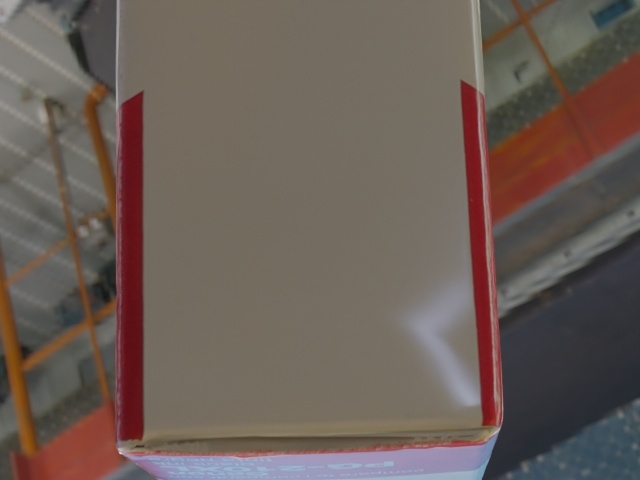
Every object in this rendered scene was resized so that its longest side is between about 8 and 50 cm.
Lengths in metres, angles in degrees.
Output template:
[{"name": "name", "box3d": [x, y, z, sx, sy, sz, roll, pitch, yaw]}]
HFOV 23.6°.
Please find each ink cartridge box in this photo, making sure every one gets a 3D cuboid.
[{"name": "ink cartridge box", "box3d": [0.000, 0.000, 0.501, 0.100, 0.172, 0.237, -2, -16, 2]}]
